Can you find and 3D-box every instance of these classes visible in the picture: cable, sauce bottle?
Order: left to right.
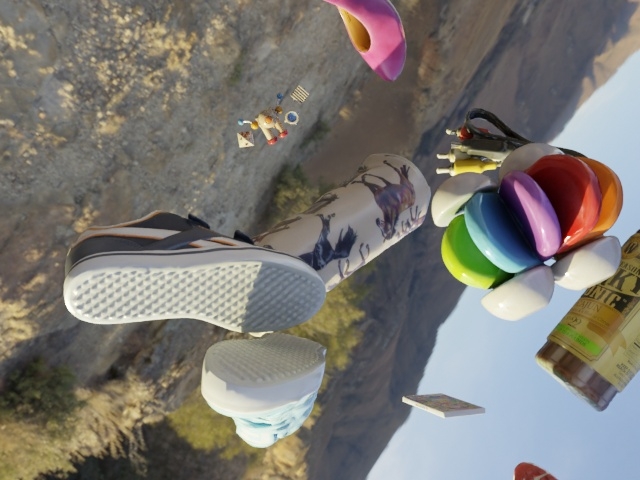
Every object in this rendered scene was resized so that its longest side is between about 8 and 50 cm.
[{"bbox_3d":[0.374,-0.173,1.113,0.072,0.287,0.139,66,38,-68],"label":"cable"},{"bbox_3d":[0.424,0.056,0.745,0.344,0.111,0.111,-52,171,0],"label":"sauce bottle"}]

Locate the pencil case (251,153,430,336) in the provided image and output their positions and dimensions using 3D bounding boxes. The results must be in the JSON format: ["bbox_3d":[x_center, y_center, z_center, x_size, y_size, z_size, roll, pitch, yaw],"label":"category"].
[{"bbox_3d":[0.000,0.000,1.024,0.410,0.160,0.183,-34,-160,-24],"label":"pencil case"}]

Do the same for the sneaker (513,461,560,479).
[{"bbox_3d":[0.404,0.465,0.975,0.088,0.225,0.093,-40,-178,7],"label":"sneaker"}]

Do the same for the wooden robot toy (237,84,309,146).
[{"bbox_3d":[-0.090,-0.233,1.120,0.173,0.076,0.079,-33,-165,2],"label":"wooden robot toy"}]

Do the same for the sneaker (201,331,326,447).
[{"bbox_3d":[-0.064,0.212,0.760,0.366,0.135,0.150,27,74,-77],"label":"sneaker"}]

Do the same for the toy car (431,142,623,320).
[{"bbox_3d":[0.208,-0.021,0.565,0.182,0.159,0.136,-23,161,-6],"label":"toy car"}]

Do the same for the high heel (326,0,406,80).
[{"bbox_3d":[0.009,-0.233,0.584,0.117,0.082,0.244,-39,145,-3],"label":"high heel"}]

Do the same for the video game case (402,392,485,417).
[{"bbox_3d":[0.213,0.287,1.006,0.122,0.087,0.011,175,-84,-65],"label":"video game case"}]

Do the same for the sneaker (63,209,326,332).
[{"bbox_3d":[-0.150,0.033,0.733,0.126,0.321,0.127,-66,-148,27],"label":"sneaker"}]
